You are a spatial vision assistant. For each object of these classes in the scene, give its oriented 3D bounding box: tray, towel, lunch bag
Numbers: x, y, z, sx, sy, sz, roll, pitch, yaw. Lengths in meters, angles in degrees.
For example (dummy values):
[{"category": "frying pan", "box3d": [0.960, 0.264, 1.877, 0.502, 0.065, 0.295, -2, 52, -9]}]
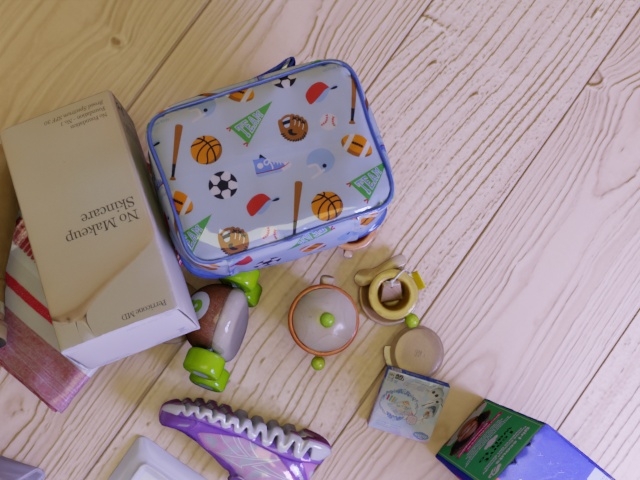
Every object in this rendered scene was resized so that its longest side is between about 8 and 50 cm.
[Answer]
[{"category": "tray", "box3d": [-0.262, 0.412, 1.712, 0.145, 0.030, 0.270, 35, 84, -3]}, {"category": "towel", "box3d": [-0.321, 0.029, 1.679, 0.237, 0.037, 0.329, 36, 83, 19]}, {"category": "lunch bag", "box3d": [-0.061, -0.098, 1.623, 0.303, 0.115, 0.243, -18, 76, -8]}]

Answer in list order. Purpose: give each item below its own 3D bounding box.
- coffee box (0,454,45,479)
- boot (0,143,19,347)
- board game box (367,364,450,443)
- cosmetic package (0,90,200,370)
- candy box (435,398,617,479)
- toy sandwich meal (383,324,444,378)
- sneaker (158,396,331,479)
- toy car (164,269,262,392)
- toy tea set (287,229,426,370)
[{"category": "coffee box", "box3d": [-0.556, 0.405, 1.522, 0.337, 0.338, 0.335, 18, 86, -5]}, {"category": "boot", "box3d": [-0.505, 0.008, 1.641, 0.236, 0.089, 0.270, 2, 66, -13]}, {"category": "board game box", "box3d": [0.121, 0.226, 1.758, 0.090, 0.020, 0.090, 18, 106, -6]}, {"category": "cosmetic package", "box3d": [-0.279, -0.013, 1.610, 0.160, 0.113, 0.310, -22, 70, 1]}, {"category": "candy box", "box3d": [0.309, 0.340, 1.639, 0.268, 0.317, 0.122, 40, 83, -3]}, {"category": "toy sandwich meal", "box3d": [0.130, 0.158, 1.774, 0.085, 0.029, 0.086, 1, 87, -10]}, {"category": "sneaker", "box3d": [-0.109, 0.282, 1.710, 0.236, 0.095, 0.105, 19, 92, -6]}, {"category": "toy car", "box3d": [-0.192, 0.092, 1.691, 0.188, 0.149, 0.155, 18, 73, 6]}, {"category": "toy tea set", "box3d": [0.000, 0.000, 1.717, 0.200, 0.124, 0.336, -30, 91, -7]}]
